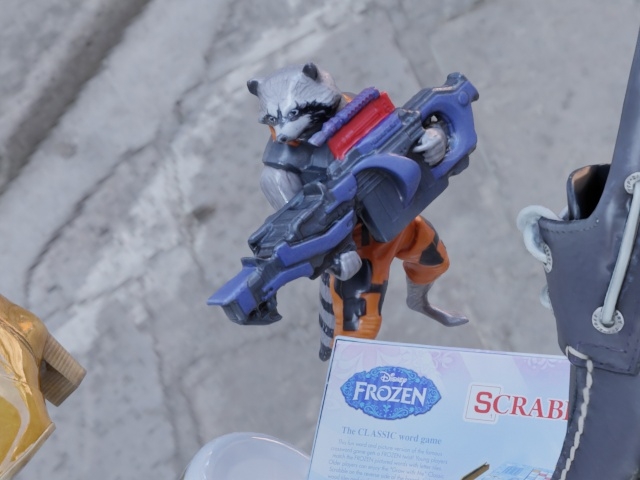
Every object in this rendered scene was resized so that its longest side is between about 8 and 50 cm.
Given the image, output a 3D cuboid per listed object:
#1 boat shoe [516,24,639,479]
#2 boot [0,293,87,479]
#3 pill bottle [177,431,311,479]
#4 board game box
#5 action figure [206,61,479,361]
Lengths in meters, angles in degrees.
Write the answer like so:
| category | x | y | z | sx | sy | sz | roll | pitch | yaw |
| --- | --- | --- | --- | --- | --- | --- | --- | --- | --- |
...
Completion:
| category | x | y | z | sx | sy | sz | roll | pitch | yaw |
| --- | --- | --- | --- | --- | --- | --- | --- | --- | --- |
| boat shoe | 0.085 | -0.005 | 0.383 | 0.065 | 0.206 | 0.075 | 26 | 33 | 14 |
| boot | -0.410 | 0.168 | 1.842 | 0.104 | 0.211 | 0.295 | -45 | 11 | 27 |
| pill bottle | -0.095 | 0.299 | 1.309 | 0.265 | 0.153 | 0.153 | -56 | 32 | 32 |
| board game box | 0.127 | 0.235 | 1.068 | 0.318 | 0.066 | 0.318 | 3 | 72 | 32 |
| action figure | 0.000 | 0.000 | 1.379 | 0.178 | 0.330 | 0.341 | 11 | 36 | 45 |
